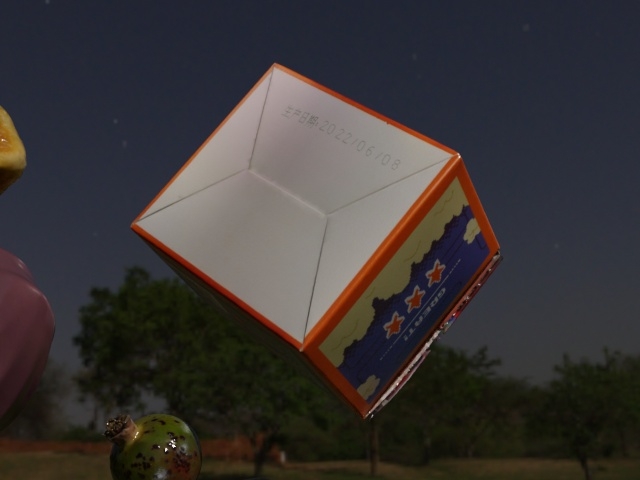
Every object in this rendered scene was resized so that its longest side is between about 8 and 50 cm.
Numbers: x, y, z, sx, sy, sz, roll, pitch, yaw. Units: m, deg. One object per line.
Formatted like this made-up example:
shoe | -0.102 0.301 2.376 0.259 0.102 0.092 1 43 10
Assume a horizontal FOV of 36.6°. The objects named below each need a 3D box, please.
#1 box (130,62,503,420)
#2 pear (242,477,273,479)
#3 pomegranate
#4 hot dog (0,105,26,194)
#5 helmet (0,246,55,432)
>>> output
box | 0.000 0.000 1.321 0.349 0.318 0.257 31 -15 34
pear | -0.088 0.443 1.556 0.104 0.141 0.141 -39 -8 -10
pomegranate | -0.216 0.281 1.241 0.130 0.130 0.130 -3 -12 -1
hot dog | -0.499 -0.090 1.161 0.257 0.150 0.153 -6 -28 -40
helmet | -0.465 0.151 1.199 0.197 0.338 0.271 10 -34 28
